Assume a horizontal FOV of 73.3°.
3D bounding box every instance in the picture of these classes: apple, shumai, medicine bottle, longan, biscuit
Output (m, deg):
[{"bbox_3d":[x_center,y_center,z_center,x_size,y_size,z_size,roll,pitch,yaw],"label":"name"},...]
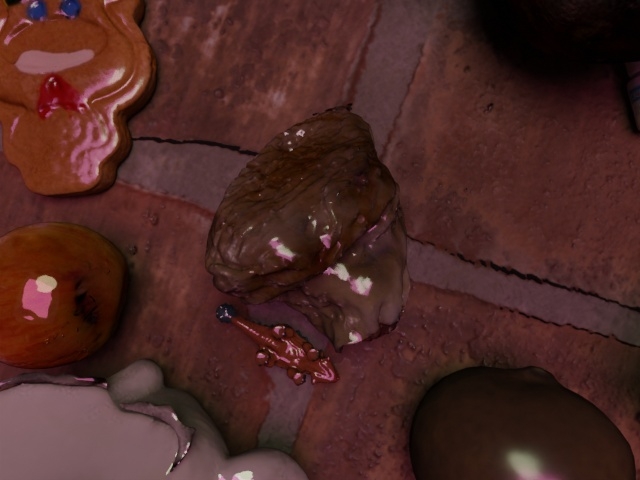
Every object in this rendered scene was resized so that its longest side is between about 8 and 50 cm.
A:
[{"bbox_3d":[-0.254,0.053,0.420,0.146,0.146,0.146,0,86,0],"label":"apple"},{"bbox_3d":[-0.004,0.002,0.441,0.184,0.218,0.185,-11,128,10],"label":"shumai"},{"bbox_3d":[0.375,-0.170,0.479,0.052,0.052,0.089,-10,85,-1],"label":"medicine bottle"},{"bbox_3d":[0.178,0.204,0.398,0.189,0.189,0.189,0,86,0],"label":"longan"},{"bbox_3d":[-0.290,-0.216,0.487,0.202,0.047,0.334,-3,86,0],"label":"biscuit"}]

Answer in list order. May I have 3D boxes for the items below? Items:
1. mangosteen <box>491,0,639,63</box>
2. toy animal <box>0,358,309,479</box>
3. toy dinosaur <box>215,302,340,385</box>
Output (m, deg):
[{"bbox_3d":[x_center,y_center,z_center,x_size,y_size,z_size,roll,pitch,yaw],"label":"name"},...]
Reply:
[{"bbox_3d":[0.319,-0.316,0.375,0.359,0.306,0.306,-2,86,-16],"label":"mangosteen"},{"bbox_3d":[-0.184,0.223,0.392,0.325,0.154,0.208,25,57,14],"label":"toy animal"},{"bbox_3d":[-0.043,0.111,0.456,0.154,0.055,0.049,33,89,-6],"label":"toy dinosaur"}]
